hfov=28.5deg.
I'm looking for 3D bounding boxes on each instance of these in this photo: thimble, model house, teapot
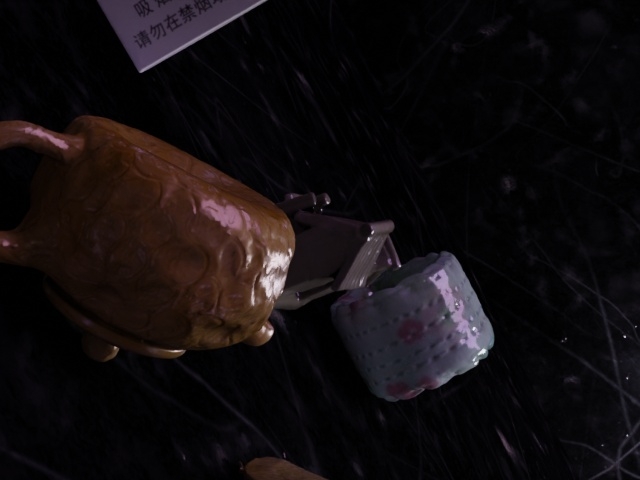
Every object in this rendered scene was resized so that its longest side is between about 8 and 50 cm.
[{"bbox_3d":[0.120,0.111,1.671,0.149,0.185,0.211,62,-2,-5],"label":"thimble"},{"bbox_3d":[-0.004,0.008,1.450,0.229,0.188,0.122,18,61,-72],"label":"model house"},{"bbox_3d":[-0.141,0.013,0.932,0.311,0.167,0.203,24,8,-42],"label":"teapot"}]

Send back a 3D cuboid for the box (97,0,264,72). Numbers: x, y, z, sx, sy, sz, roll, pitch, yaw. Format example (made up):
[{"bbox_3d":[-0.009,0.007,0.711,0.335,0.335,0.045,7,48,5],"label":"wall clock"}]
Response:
[{"bbox_3d":[-0.194,-0.385,1.412,0.330,0.210,0.095,60,11,-9],"label":"box"}]

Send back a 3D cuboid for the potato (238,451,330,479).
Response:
[{"bbox_3d":[0.014,0.268,1.036,0.098,0.243,0.138,1,96,-50],"label":"potato"}]
